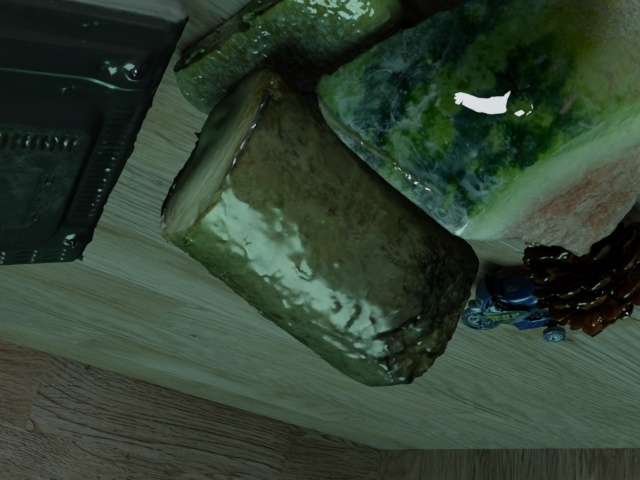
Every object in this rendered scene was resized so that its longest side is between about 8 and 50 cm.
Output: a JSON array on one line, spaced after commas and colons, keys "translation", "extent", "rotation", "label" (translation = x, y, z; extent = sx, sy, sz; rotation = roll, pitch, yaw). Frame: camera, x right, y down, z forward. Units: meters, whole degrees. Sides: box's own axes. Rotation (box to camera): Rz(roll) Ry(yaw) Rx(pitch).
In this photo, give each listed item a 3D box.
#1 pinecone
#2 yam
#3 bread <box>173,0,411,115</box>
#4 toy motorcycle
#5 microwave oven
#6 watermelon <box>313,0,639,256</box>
[{"translation": [0.327, 0.027, 0.853], "extent": [0.173, 0.174, 0.173], "rotation": [8, 156, 4], "label": "pinecone"}, {"translation": [0.000, 0.000, 0.663], "extent": [0.300, 0.195, 0.195], "rotation": [39, 146, -22], "label": "yam"}, {"translation": [-0.009, -0.160, 0.680], "extent": [0.207, 0.056, 0.286], "rotation": [28, 152, -31], "label": "bread"}, {"translation": [0.330, 0.087, 1.054], "extent": [0.254, 0.092, 0.135], "rotation": [-13, 139, 25], "label": "toy motorcycle"}, {"translation": [-0.262, -0.118, 0.532], "extent": [0.237, 0.181, 0.295], "rotation": [-1, 144, -37], "label": "microwave oven"}, {"translation": [0.168, -0.109, 0.601], "extent": [0.310, 0.193, 0.232], "rotation": [-22, 138, -4], "label": "watermelon"}]
